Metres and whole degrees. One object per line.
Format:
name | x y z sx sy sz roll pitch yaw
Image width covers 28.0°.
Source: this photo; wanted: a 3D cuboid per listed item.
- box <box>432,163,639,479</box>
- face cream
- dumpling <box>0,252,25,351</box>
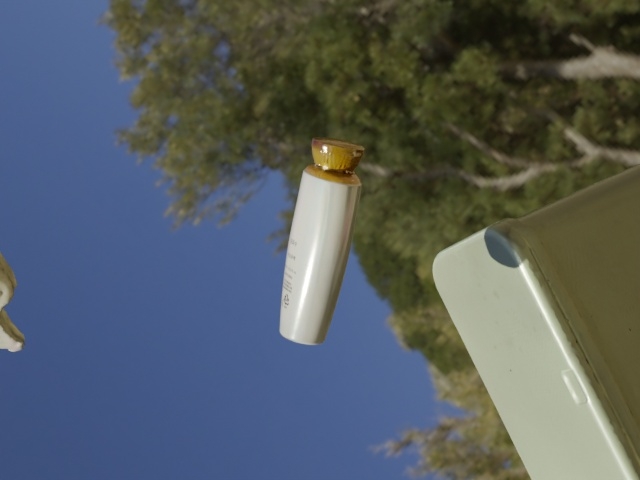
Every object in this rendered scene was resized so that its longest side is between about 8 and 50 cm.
box | 0.350 0.097 1.387 0.344 0.177 0.352 -25 -94 -30
face cream | 0.000 0.000 1.138 0.051 0.182 0.072 5 -168 -24
dumpling | -0.285 0.011 0.870 0.199 0.136 0.118 25 -137 0
